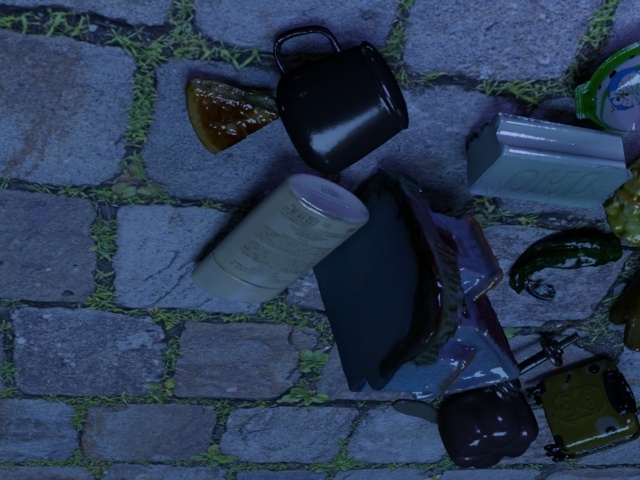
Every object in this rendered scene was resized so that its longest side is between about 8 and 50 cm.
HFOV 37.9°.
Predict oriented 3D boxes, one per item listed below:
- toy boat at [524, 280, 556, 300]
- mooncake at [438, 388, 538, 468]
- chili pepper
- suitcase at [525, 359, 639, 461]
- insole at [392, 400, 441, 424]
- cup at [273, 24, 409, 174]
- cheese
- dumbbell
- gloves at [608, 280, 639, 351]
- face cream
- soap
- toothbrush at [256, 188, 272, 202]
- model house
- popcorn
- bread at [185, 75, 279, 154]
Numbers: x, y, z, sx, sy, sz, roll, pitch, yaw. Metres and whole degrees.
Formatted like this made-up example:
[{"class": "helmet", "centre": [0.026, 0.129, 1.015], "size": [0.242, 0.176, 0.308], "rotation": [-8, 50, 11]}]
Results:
[{"class": "toy boat", "centre": [0.460, 0.103, 1.946], "size": [0.083, 0.038, 0.038], "rotation": [18, 134, -28]}, {"class": "mooncake", "centre": [0.414, 0.468, 2.309], "size": [0.245, 0.133, 0.245], "rotation": [-12, 146, -8]}, {"class": "chili pepper", "centre": [0.508, 0.035, 1.854], "size": [0.279, 0.065, 0.122], "rotation": [-13, 149, 9]}, {"class": "suitcase", "centre": [0.636, 0.409, 2.229], "size": [0.235, 0.193, 0.143], "rotation": [-23, 147, 17]}, {"class": "insole", "centre": [0.257, 0.428, 2.326], "size": [0.192, 0.010, 0.063], "rotation": [25, 132, -35]}, {"class": "cup", "centre": [0.023, -0.222, 1.394], "size": [0.177, 0.169, 0.223], "rotation": [-24, 108, 13]}, {"class": "cheese", "centre": [0.565, -0.259, 1.485], "size": [0.321, 0.083, 0.204], "rotation": [-13, 141, 9]}, {"class": "dumbbell", "centre": [0.477, 0.280, 2.119], "size": [0.254, 0.110, 0.110], "rotation": [-34, 134, 21]}, {"class": "gloves", "centre": [0.714, 0.148, 1.963], "size": [0.154, 0.141, 0.331], "rotation": [-6, 141, -5]}, {"class": "face cream", "centre": [-0.079, 0.010, 1.673], "size": [0.174, 0.081, 0.348], "rotation": [21, 140, -26]}, {"class": "soap", "centre": [0.384, -0.128, 1.578], "size": [0.262, 0.094, 0.150], "rotation": [7, 158, -17]}, {"class": "toothbrush", "centre": [0.000, 0.000, 1.750], "size": [0.029, 0.024, 0.354], "rotation": [-25, 138, 27]}, {"class": "model house", "centre": [0.223, 0.102, 1.649], "size": [0.339, 0.360, 0.297], "rotation": [13, 129, -30]}, {"class": "popcorn", "centre": [0.598, -0.073, 1.653], "size": [0.187, 0.185, 0.167], "rotation": [-27, 99, 46]}, {"class": "bread", "centre": [-0.151, -0.190, 1.470], "size": [0.154, 0.054, 0.136], "rotation": [14, 135, -17]}]
